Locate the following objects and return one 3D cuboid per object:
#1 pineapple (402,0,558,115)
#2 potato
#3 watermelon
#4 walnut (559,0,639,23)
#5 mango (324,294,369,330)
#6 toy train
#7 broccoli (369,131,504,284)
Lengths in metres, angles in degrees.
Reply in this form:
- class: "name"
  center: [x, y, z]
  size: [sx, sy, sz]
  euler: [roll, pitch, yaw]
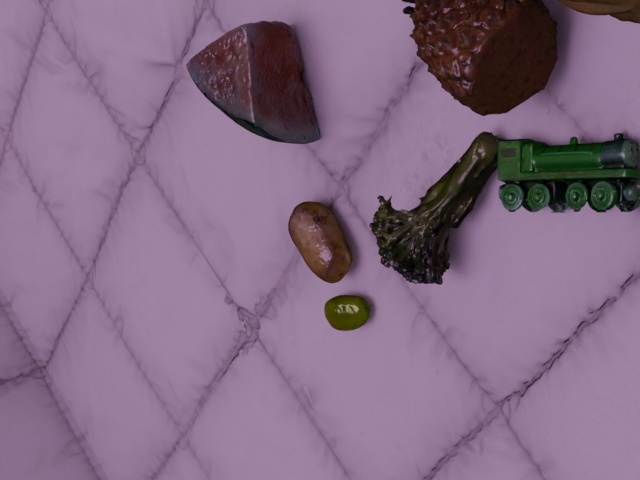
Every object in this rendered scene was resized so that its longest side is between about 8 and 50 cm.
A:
- class: "pineapple"
  center: [0.202, -0.346, 1.740]
  size: [0.362, 0.202, 0.202]
  euler: [49, 138, 43]
- class: "potato"
  center: [0.000, 0.000, 2.192]
  size: [0.170, 0.080, 0.107]
  euler: [60, 141, 22]
- class: "watermelon"
  center: [-0.103, -0.307, 2.139]
  size: [0.261, 0.213, 0.201]
  euler: [45, 119, 22]
- class: "walnut"
  center: [0.369, -0.419, 1.424]
  size: [0.253, 0.282, 0.276]
  euler: [-10, 79, 21]
- class: "mango"
  center: [0.054, 0.138, 2.202]
  size: [0.108, 0.056, 0.073]
  euler: [-22, 93, 49]
- class: "toy train"
  center: [0.374, -0.099, 1.711]
  size: [0.251, 0.085, 0.119]
  euler: [0, 89, 47]
- class: "broccoli"
  center: [0.211, -0.060, 1.890]
  size: [0.145, 0.165, 0.304]
  euler: [56, 129, 30]
